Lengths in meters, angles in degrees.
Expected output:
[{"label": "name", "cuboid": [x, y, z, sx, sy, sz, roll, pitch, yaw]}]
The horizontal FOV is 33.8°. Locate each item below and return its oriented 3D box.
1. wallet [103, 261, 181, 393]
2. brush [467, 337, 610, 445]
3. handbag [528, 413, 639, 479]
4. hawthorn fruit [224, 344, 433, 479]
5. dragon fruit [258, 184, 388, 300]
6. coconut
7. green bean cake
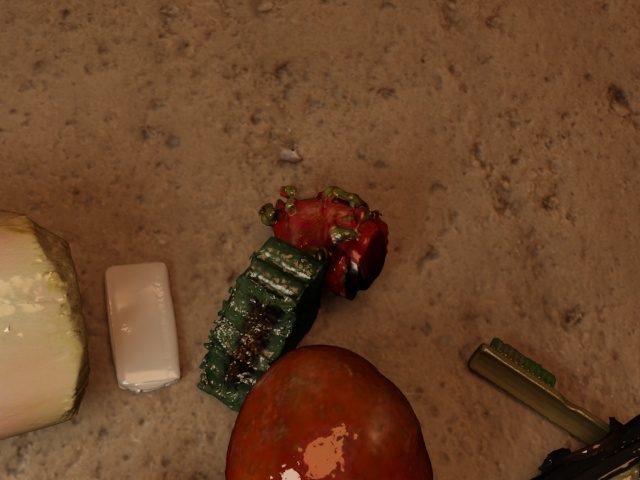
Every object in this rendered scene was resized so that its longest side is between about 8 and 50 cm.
[{"label": "wallet", "cuboid": [-0.247, 0.119, 1.461, 0.095, 0.033, 0.190, -5, 68, -11]}, {"label": "brush", "cuboid": [0.343, 0.234, 1.514, 0.282, 0.054, 0.048, 34, 45, 4]}, {"label": "handbag", "cuboid": [0.392, 0.345, 1.385, 0.254, 0.181, 0.181, -30, 88, -4]}, {"label": "hawthorn fruit", "cuboid": [0.014, 0.280, 1.312, 0.284, 0.284, 0.284, 4, 66, -9]}, {"label": "dragon fruit", "cuboid": [0.000, 0.000, 1.489, 0.172, 0.166, 0.160, 12, 96, 25]}, {"label": "coconut", "cuboid": [-0.457, 0.114, 1.292, 0.309, 0.297, 0.297, -7, 68, -21]}, {"label": "green bean cake", "cuboid": [-0.082, 0.110, 1.403, 0.107, 0.208, 0.193, 33, 63, 8]}]
